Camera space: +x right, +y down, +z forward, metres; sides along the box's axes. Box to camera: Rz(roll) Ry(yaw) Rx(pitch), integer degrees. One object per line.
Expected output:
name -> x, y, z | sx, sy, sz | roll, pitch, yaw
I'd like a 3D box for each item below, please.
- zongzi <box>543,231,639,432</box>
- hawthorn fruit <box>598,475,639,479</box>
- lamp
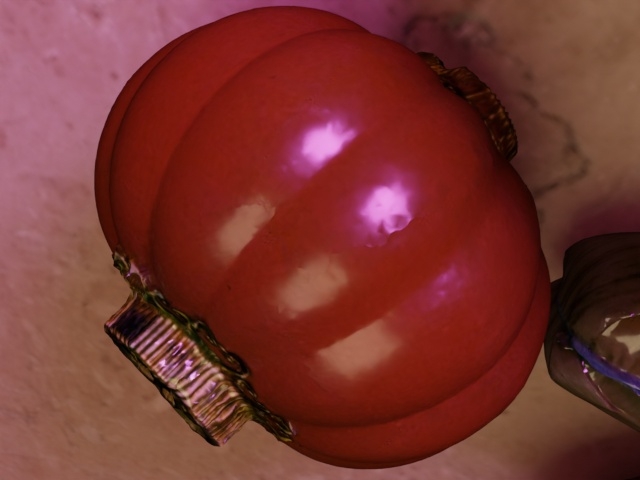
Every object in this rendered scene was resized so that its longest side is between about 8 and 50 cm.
zongzi -> 0.247, 0.022, 0.419 | 0.228, 0.115, 0.256 | 32, 123, -1
hawthorn fruit -> 0.193, 0.245, 0.523 | 0.235, 0.263, 0.231 | 47, 121, 11
lamp -> 0.000, 0.000, 0.442 | 0.223, 0.196, 0.223 | 44, 165, 15
